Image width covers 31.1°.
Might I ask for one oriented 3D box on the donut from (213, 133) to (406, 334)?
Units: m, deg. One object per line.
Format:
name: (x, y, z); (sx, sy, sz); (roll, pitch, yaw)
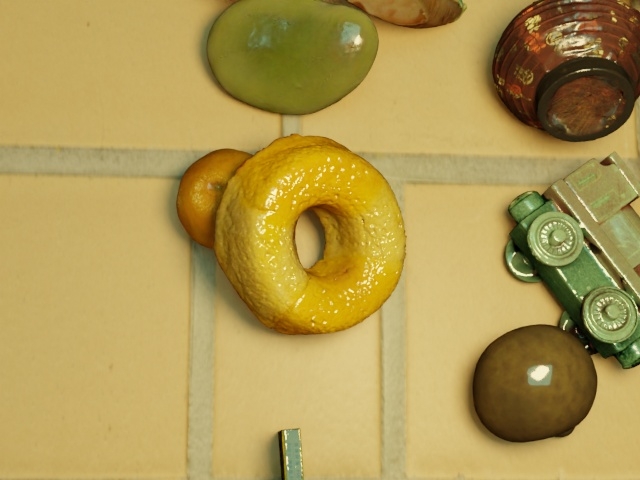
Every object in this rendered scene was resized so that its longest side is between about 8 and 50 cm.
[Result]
donut: (0.000, 0.000, 1.636); (0.303, 0.110, 0.302); (-5, 100, -30)

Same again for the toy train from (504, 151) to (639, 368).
toy train: (0.422, 0.031, 1.714); (0.222, 0.150, 0.304); (-33, 82, -15)

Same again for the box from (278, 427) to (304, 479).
box: (-0.038, 0.364, 1.626); (0.030, 0.121, 0.193); (-4, 80, -5)

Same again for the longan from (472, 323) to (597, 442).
longan: (0.314, 0.217, 1.669); (0.185, 0.159, 0.204); (-35, 123, 8)

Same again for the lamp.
lamp: (0.378, -0.270, 1.725); (0.247, 0.247, 0.246); (1, 80, -4)

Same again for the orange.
orange: (-0.135, -0.057, 1.698); (0.155, 0.134, 0.154); (-6, 70, 17)

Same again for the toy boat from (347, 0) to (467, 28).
toy boat: (0.118, -0.375, 1.733); (0.293, 0.108, 0.099); (18, 45, -30)

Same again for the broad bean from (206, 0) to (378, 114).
broad bean: (-0.040, -0.286, 1.749); (0.263, 0.121, 0.189); (4, 103, 10)
